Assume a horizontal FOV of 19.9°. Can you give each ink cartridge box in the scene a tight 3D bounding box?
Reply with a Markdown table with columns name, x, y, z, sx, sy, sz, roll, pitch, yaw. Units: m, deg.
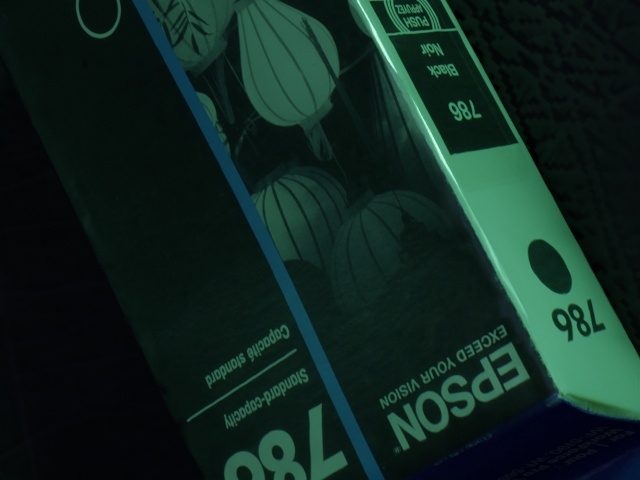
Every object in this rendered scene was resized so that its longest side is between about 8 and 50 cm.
| name | x | y | z | sx | sy | sz | roll | pitch | yaw |
| --- | --- | --- | --- | --- | --- | --- | --- | --- | --- |
| ink cartridge box | 0.000 | 0.000 | 0.674 | 0.165 | 0.065 | 0.332 | -36 | 77 | 35 |
